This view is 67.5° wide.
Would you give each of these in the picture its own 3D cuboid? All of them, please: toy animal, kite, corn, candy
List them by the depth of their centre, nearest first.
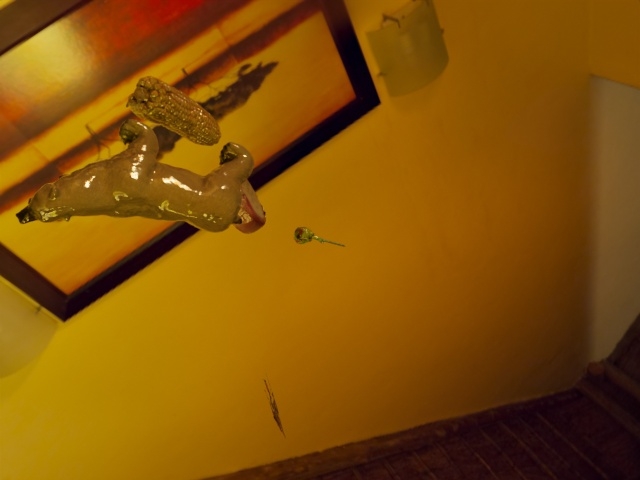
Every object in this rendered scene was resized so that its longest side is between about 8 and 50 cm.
[{"bbox_3d":[-0.168,-0.049,0.474,0.103,0.218,0.101,-58,-140,30],"label":"toy animal"},{"bbox_3d":[-0.121,-0.060,0.721,0.043,0.103,0.103,-28,-137,5],"label":"candy"},{"bbox_3d":[0.000,0.000,1.002,0.035,0.123,0.035,-27,-127,55],"label":"candy"},{"bbox_3d":[-0.328,-0.292,1.129,0.101,0.291,0.101,-4,-100,21],"label":"corn"},{"bbox_3d":[-0.116,0.421,1.196,0.010,0.160,0.183,-20,-179,-6],"label":"kite"}]
